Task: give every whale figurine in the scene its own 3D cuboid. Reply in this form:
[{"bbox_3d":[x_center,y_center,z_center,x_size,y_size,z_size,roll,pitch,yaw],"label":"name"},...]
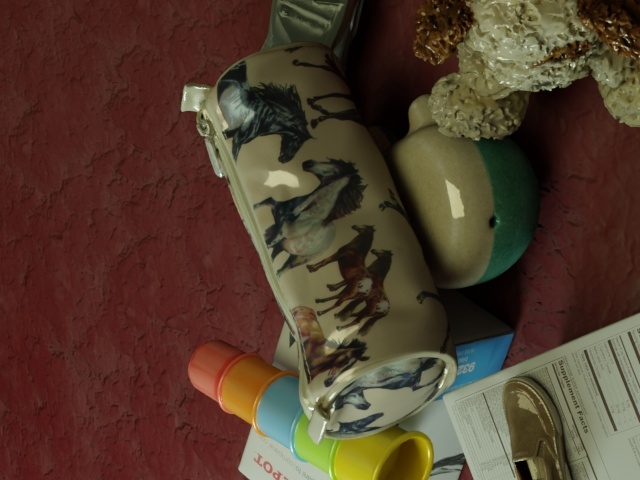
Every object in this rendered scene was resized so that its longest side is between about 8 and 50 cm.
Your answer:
[{"bbox_3d":[0.135,-0.054,1.627,0.272,0.141,0.216,-150,54,-63],"label":"whale figurine"}]

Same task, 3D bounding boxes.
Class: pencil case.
[{"bbox_3d":[0.000,0.000,1.542,0.160,0.184,0.410,100,152,-61],"label":"pencil case"}]

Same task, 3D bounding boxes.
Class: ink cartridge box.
[{"bbox_3d":[0.056,0.184,1.718,0.223,0.129,0.307,35,119,34],"label":"ink cartridge box"}]

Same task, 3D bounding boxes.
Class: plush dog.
[{"bbox_3d":[0.210,-0.205,1.404,0.263,0.225,0.210,-3,90,17],"label":"plush dog"}]

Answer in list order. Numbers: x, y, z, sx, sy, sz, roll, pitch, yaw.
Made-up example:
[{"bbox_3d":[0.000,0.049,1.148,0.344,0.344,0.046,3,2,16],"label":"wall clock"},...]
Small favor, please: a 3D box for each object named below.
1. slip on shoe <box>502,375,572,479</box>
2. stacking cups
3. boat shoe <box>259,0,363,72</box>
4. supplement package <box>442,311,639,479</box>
[{"bbox_3d":[0.192,0.191,1.373,0.051,0.041,0.135,-18,84,44],"label":"slip on shoe"},{"bbox_3d":[-0.022,0.184,1.642,0.316,0.096,0.096,27,115,39],"label":"stacking cups"},{"bbox_3d":[-0.021,-0.206,1.763,0.118,0.103,0.320,28,122,16],"label":"boat shoe"},{"bbox_3d":[0.300,0.181,1.438,0.263,0.199,0.198,-29,77,42],"label":"supplement package"}]
